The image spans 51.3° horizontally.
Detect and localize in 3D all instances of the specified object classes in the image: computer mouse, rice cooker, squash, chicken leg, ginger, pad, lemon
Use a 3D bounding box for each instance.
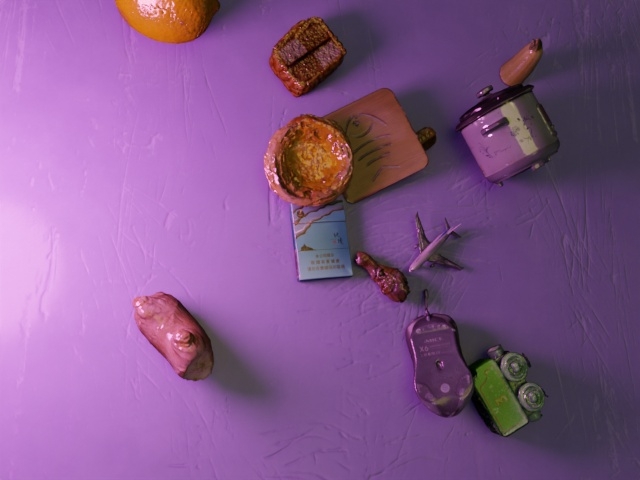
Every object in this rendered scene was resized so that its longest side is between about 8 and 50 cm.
[{"bbox_3d":[0.336,0.322,1.921,0.167,0.090,0.380,-7,64,4],"label":"computer mouse"},{"bbox_3d":[0.572,-0.338,2.049,0.316,0.264,0.317,35,39,-35],"label":"rice cooker"},{"bbox_3d":[0.660,-0.586,2.148,0.094,0.224,0.094,2,75,-7],"label":"squash"},{"bbox_3d":[0.181,0.100,1.951,0.198,0.069,0.085,39,95,4],"label":"chicken leg"},{"bbox_3d":[-0.371,0.240,1.701,0.130,0.221,0.276,-44,99,-10],"label":"ginger"},{"bbox_3d":[0.148,-0.292,2.020,0.286,0.018,0.284,-27,85,-5],"label":"pad"},{"bbox_3d":[-0.438,-0.688,1.867,0.310,0.258,0.258,19,73,-13],"label":"lemon"}]

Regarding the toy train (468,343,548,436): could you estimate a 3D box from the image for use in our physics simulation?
[{"bbox_3d":[0.529,0.433,1.928,0.188,0.132,0.243,-27,85,-10],"label":"toy train"}]

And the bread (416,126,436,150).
[{"bbox_3d":[0.317,-0.310,2.078,0.110,0.060,0.066,-36,101,-22],"label":"bread"}]

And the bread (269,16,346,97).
[{"bbox_3d":[-0.045,-0.558,2.022,0.181,0.096,0.222,46,73,-1],"label":"bread"}]

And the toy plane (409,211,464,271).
[{"bbox_3d":[0.338,0.023,2.007,0.226,0.058,0.226,-41,94,-16],"label":"toy plane"}]

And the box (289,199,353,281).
[{"bbox_3d":[0.000,-0.001,1.932,0.161,0.041,0.229,-3,78,-15],"label":"box"}]

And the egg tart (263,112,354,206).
[{"bbox_3d":[-0.037,-0.230,1.947,0.290,0.107,0.291,3,81,-16],"label":"egg tart"}]
